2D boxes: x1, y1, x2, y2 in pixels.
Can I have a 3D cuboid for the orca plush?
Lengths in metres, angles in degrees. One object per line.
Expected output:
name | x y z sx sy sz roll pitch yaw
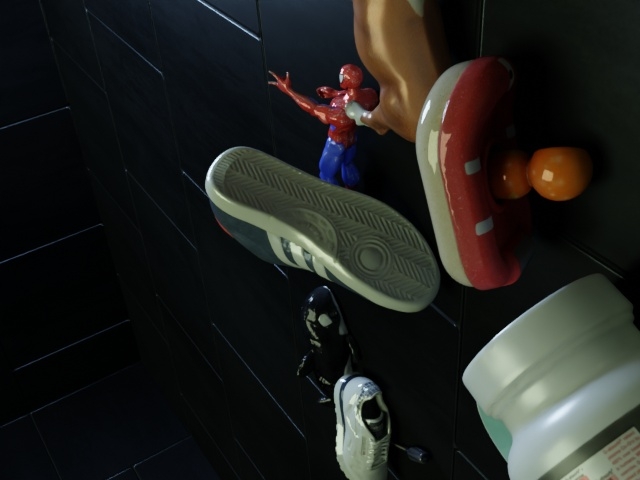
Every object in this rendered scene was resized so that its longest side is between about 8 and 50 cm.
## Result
orca plush | -0.010 0.221 1.501 0.151 0.102 0.287 47 150 37

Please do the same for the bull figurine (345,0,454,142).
bull figurine | 0.074 -0.252 0.886 0.188 0.101 0.311 27 133 61

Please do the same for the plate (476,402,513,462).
plate | 0.265 0.259 1.024 0.188 0.024 0.188 53 164 23

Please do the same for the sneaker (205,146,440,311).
sneaker | 0.000 0.000 1.136 0.350 0.131 0.148 32 153 6

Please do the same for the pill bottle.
pill bottle | 0.299 0.221 0.712 0.363 0.210 0.210 55 154 24

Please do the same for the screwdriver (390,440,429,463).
screwdriver | 0.147 0.361 1.416 0.024 0.025 0.170 68 165 -6

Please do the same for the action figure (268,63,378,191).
action figure | 0.001 -0.153 1.127 0.139 0.091 0.280 40 149 17

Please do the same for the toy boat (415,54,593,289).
toy boat | 0.191 -0.068 0.801 0.151 0.151 0.231 -3 113 33

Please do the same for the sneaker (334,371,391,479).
sneaker | 0.085 0.353 1.440 0.094 0.090 0.235 14 121 53
